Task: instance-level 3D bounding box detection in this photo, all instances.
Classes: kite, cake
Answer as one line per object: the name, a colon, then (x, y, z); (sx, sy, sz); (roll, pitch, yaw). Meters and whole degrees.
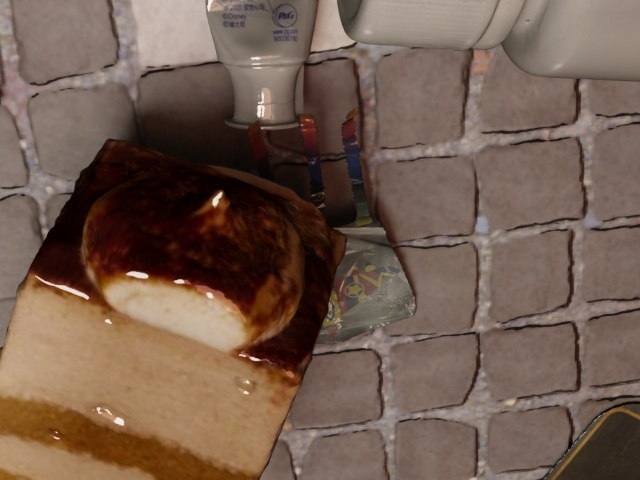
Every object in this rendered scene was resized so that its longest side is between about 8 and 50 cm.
kite: (0.000, -0.001, 0.823); (0.141, 0.015, 0.245); (-13, 137, -6)
cake: (-0.105, 0.055, 0.732); (0.196, 0.199, 0.293); (21, 126, -4)

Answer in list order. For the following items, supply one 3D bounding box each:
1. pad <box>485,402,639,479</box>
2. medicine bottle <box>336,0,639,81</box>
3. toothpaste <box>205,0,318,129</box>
pad: (0.236, 0.325, 1.024); (0.315, 0.063, 0.375); (27, 110, -19)
medicine bottle: (0.188, -0.201, 0.672); (0.340, 0.208, 0.208); (2, 116, -9)
toothpaste: (-0.037, -0.208, 0.734); (0.096, 0.061, 0.266); (-1, 109, -5)
